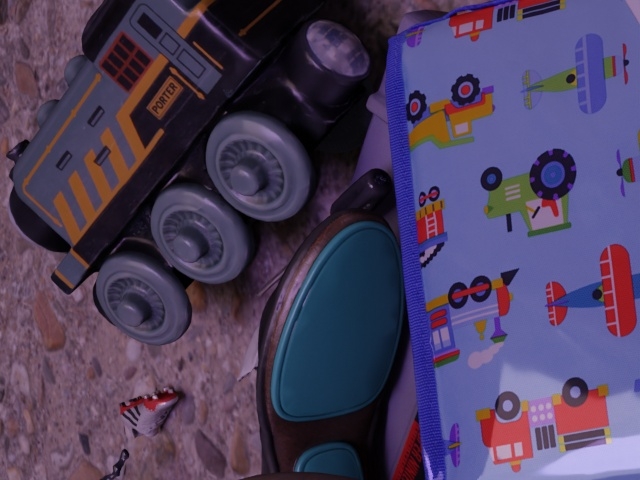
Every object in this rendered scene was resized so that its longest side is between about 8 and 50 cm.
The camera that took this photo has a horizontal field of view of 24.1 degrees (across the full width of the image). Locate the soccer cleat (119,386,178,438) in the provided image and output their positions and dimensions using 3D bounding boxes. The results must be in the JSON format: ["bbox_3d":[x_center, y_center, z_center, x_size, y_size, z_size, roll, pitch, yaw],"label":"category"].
[{"bbox_3d":[-0.139,0.144,1.239,0.083,0.029,0.036,-22,88,52],"label":"soccer cleat"}]

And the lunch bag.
[{"bbox_3d":[0.152,-0.018,0.752,0.221,0.138,0.293,-13,83,29],"label":"lunch bag"}]

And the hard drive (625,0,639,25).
[{"bbox_3d":[0.179,-0.219,0.604,0.233,0.047,0.353,-51,49,38],"label":"hard drive"}]

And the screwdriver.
[{"bbox_3d":[0.000,0.000,0.986,0.170,0.025,0.024,-46,61,52],"label":"screwdriver"}]

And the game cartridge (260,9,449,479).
[{"bbox_3d":[0.083,0.063,0.948,0.230,0.068,0.355,43,126,42],"label":"game cartridge"}]

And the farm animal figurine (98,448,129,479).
[{"bbox_3d":[-0.131,0.383,1.150,0.330,0.172,0.327,41,124,38],"label":"farm animal figurine"}]

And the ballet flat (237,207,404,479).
[{"bbox_3d":[-0.010,0.108,0.954,0.096,0.095,0.280,28,117,57],"label":"ballet flat"}]

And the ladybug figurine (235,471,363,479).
[{"bbox_3d":[0.042,0.315,0.756,0.449,0.305,0.162,57,159,-19],"label":"ladybug figurine"}]

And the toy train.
[{"bbox_3d":[-0.101,-0.067,1.040,0.190,0.142,0.334,44,134,-1],"label":"toy train"}]
